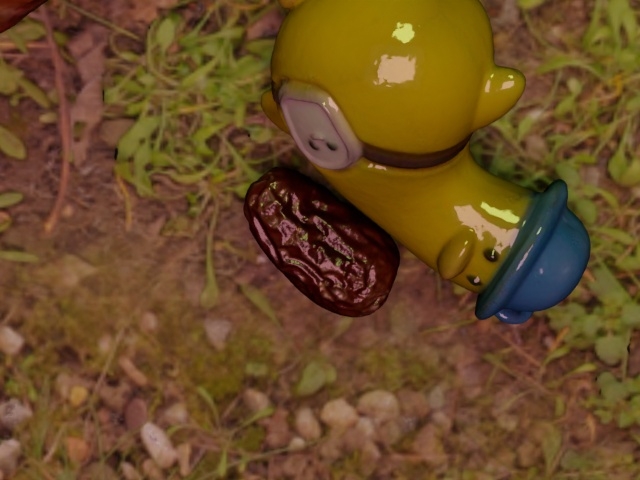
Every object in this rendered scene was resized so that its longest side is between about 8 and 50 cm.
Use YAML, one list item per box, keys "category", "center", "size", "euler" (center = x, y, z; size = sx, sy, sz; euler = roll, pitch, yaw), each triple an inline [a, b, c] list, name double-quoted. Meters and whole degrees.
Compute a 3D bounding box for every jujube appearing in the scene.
- category: "jujube"
  center: [0.000, 0.000, 1.246]
  size: [0.129, 0.077, 0.077]
  euler: [42, 108, -15]

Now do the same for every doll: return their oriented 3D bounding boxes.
- category: "doll"
  center: [0.060, -0.081, 1.190]
  size: [0.199, 0.145, 0.363]
  euler: [-8, 125, 39]

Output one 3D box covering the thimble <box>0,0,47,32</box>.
- category: "thimble"
  center: [-0.250, -0.297, 1.056]
  size: [0.350, 0.230, 0.350]
  euler: [2, 113, 4]
